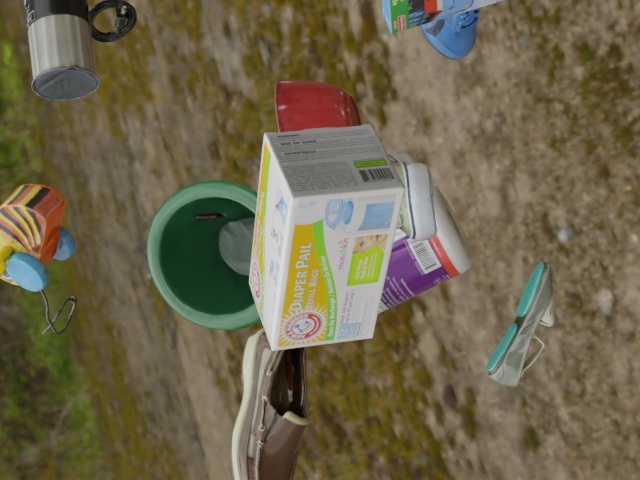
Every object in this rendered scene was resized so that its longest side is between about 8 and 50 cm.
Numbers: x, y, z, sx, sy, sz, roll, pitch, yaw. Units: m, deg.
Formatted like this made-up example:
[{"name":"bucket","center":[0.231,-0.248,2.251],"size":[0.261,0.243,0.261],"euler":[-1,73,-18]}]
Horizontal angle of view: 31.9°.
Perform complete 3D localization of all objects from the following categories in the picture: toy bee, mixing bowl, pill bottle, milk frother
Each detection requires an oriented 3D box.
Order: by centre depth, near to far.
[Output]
[{"name":"milk frother","center":[-0.298,-0.248,1.419],"size":[0.129,0.143,0.134],"euler":[116,146,-68]},{"name":"mixing bowl","center":[0.007,-0.160,1.639],"size":[0.181,0.098,0.181],"euler":[-13,-90,-79]},{"name":"toy bee","center":[-0.477,0.020,1.739],"size":[0.162,0.195,0.298],"euler":[23,119,10]},{"name":"pill bottle","center":[0.108,0.038,2.093],"size":[0.181,0.323,0.181],"euler":[59,-167,-22]}]

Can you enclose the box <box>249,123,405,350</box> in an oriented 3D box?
[{"name":"box","center":[0.000,0.000,1.105],"size":[0.103,0.114,0.203],"euler":[-113,23,-45]}]

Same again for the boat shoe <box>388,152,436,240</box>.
[{"name":"boat shoe","center":[0.103,-0.062,1.609],"size":[0.302,0.094,0.109],"euler":[-112,15,-77]}]

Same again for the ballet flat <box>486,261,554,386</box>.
[{"name":"ballet flat","center":[0.344,0.140,1.835],"size":[0.213,0.068,0.072],"euler":[-64,5,2]}]

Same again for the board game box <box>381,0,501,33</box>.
[{"name":"board game box","center":[0.169,-0.321,1.230],"size":[0.160,0.212,0.039],"euler":[78,173,-58]}]

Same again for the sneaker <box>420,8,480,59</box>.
[{"name":"sneaker","center":[0.166,-0.292,1.354],"size":[0.082,0.069,0.209],"euler":[33,157,36]}]

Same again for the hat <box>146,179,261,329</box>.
[{"name":"hat","center":[-0.072,0.000,1.329],"size":[0.183,0.209,0.172],"euler":[-27,-71,-65]}]

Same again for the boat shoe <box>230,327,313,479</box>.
[{"name":"boat shoe","center":[-0.059,0.244,1.500],"size":[0.095,0.095,0.257],"euler":[-7,81,46]}]
